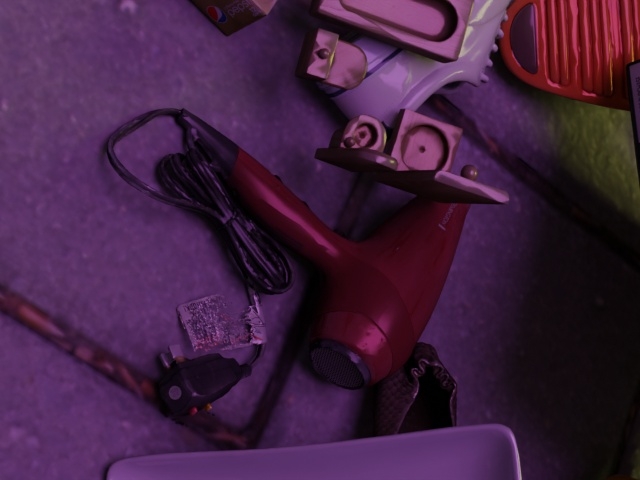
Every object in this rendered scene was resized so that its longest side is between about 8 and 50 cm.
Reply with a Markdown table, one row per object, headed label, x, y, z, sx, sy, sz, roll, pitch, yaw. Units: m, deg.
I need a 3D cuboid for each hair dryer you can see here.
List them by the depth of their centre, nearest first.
| label | x | y | z | sx | sy | sz | roll | pitch | yaw |
| --- | --- | --- | --- | --- | --- | --- | --- | --- | --- |
| hair dryer | 0.000 | 0.000 | 1.073 | 0.294 | 0.080 | 0.223 | -7 | 84 | -35 |

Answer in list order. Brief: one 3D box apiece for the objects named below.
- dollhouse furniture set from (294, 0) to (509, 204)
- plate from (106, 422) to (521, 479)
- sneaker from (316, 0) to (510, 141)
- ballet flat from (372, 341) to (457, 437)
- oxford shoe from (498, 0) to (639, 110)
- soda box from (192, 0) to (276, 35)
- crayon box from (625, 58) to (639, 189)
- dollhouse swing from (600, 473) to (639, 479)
| label | x | y | z | sx | sy | sz | roll | pitch | yaw |
| --- | --- | --- | --- | --- | --- | --- | --- | --- | --- |
| dollhouse furniture set | 0.065 | -0.118 | 1.037 | 0.144 | 0.123 | 0.151 | 17 | 88 | -17 |
| plate | 0.006 | 0.269 | 0.959 | 0.277 | 0.045 | 0.278 | -7 | 82 | 10 |
| sneaker | 0.104 | -0.166 | 1.178 | 0.258 | 0.094 | 0.091 | -37 | 106 | -24 |
| ballet flat | 0.073 | 0.179 | 1.053 | 0.084 | 0.058 | 0.249 | 21 | 49 | -20 |
| oxford shoe | 0.314 | -0.182 | 1.310 | 0.364 | 0.133 | 0.129 | -3 | 98 | -17 |
| soda box | -0.033 | -0.243 | 1.111 | 0.061 | 0.058 | 0.181 | 43 | 60 | -20 |
| crayon box | 0.350 | 0.065 | 1.146 | 0.313 | 0.106 | 0.363 | 56 | 27 | -34 |
| dollhouse swing | 0.209 | 0.420 | 1.145 | 0.347 | 0.305 | 0.315 | -13 | 47 | -35 |
